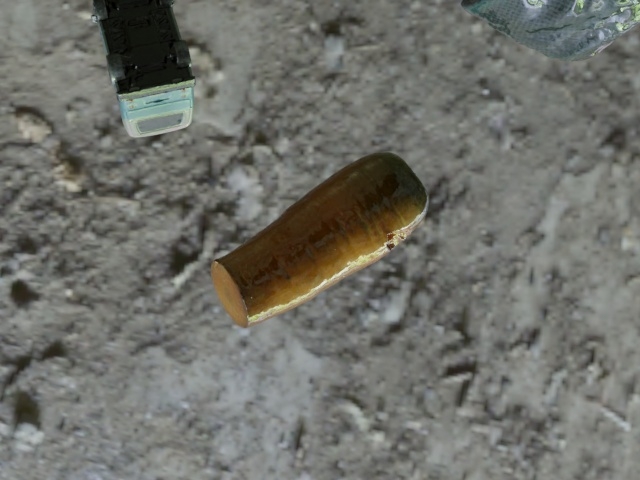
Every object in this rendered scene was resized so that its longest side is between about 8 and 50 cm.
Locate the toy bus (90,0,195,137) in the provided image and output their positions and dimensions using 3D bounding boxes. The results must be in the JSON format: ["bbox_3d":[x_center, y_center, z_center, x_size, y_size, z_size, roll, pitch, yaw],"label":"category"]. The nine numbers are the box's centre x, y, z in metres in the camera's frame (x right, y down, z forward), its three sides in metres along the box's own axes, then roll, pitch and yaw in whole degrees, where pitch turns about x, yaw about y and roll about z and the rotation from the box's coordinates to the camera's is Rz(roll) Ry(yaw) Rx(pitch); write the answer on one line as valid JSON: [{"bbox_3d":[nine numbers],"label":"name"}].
[{"bbox_3d":[-0.130,-0.139,0.987,0.060,0.075,0.123,-13,59,-10],"label":"toy bus"}]

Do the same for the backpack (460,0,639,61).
[{"bbox_3d":[0.211,-0.269,0.757,0.197,0.317,0.283,20,72,-19],"label":"backpack"}]

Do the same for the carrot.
[{"bbox_3d":[0.000,0.000,1.123,0.193,0.087,0.087,-34,117,-13],"label":"carrot"}]
